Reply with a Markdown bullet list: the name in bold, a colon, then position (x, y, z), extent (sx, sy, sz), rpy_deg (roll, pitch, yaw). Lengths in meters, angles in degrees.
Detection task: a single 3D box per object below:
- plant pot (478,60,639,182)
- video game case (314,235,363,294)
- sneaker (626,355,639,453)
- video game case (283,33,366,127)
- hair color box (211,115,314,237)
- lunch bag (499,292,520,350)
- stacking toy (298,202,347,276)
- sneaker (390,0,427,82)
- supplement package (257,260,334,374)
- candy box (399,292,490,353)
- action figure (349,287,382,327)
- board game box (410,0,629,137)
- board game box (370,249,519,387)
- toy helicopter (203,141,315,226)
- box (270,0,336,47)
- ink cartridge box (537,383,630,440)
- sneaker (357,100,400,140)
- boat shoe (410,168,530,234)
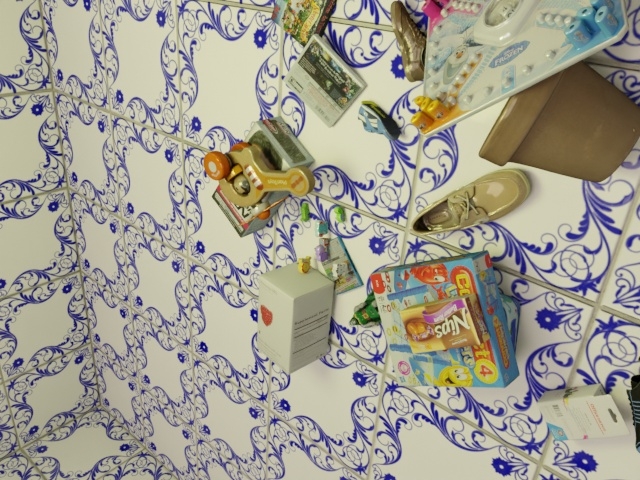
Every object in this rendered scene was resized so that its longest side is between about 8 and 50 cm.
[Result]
- **plant pot**: position (0.465, -0.226, 1.041), extent (0.229, 0.263, 0.263), rpy_deg (29, 128, 8)
- **video game case**: position (0.055, 0.079, 1.696), extent (0.119, 0.015, 0.166), rpy_deg (-27, 89, 45)
- **sneaker**: position (0.699, 0.350, 1.168), extent (0.090, 0.081, 0.232), rpy_deg (23, 116, 38)
- **video game case**: position (0.008, -0.429, 1.484), extent (0.190, 0.022, 0.173), rpy_deg (46, 135, 0)
- **hair color box**: position (-0.193, -0.194, 1.740), extent (0.185, 0.114, 0.374), rpy_deg (53, 134, 12)
- **lunch bag**: position (0.406, 0.230, 1.374), extent (0.176, 0.090, 0.219), rpy_deg (13, 112, 42)
- **stacking toy**: position (0.000, 0.000, 1.665), extent (0.167, 0.052, 0.221), rpy_deg (6, 102, 43)
- **sneaker**: position (0.219, -0.471, 1.279), extent (0.071, 0.066, 0.188), rpy_deg (-10, 107, 28)
- **supplement package**: position (-0.086, 0.246, 1.776), extent (0.177, 0.175, 0.293), rpy_deg (30, 126, 40)
- **candy box**: position (0.282, 0.193, 1.260), extent (0.187, 0.053, 0.109), rpy_deg (-19, 87, 45)
- **action figure**: position (0.159, 0.208, 1.626), extent (0.137, 0.063, 0.232), rpy_deg (55, 139, 5)
- **board game box**: position (0.334, -0.427, 1.008), extent (0.390, 0.050, 0.390), rpy_deg (-23, 50, 46)
- **board game box**: position (0.296, 0.201, 1.346), extent (0.302, 0.086, 0.308), rpy_deg (-14, 91, 45)
- **toy helicopter**: position (-0.160, -0.153, 1.554), extent (0.355, 0.140, 0.235), rpy_deg (6, 115, 38)
- **box**: position (-0.032, -0.648, 1.437), extent (0.159, 0.044, 0.233), rpy_deg (45, 133, 20)
- **ink cartridge box**: position (0.617, 0.400, 1.274), extent (0.181, 0.062, 0.104), rpy_deg (-28, 88, 47)
- **sneaker**: position (0.149, -0.300, 1.416), extent (0.144, 0.053, 0.059), rpy_deg (52, 135, 25)
- **boat shoe**: position (0.345, -0.078, 1.293), extent (0.302, 0.098, 0.109), rpy_deg (-23, 92, 46)
